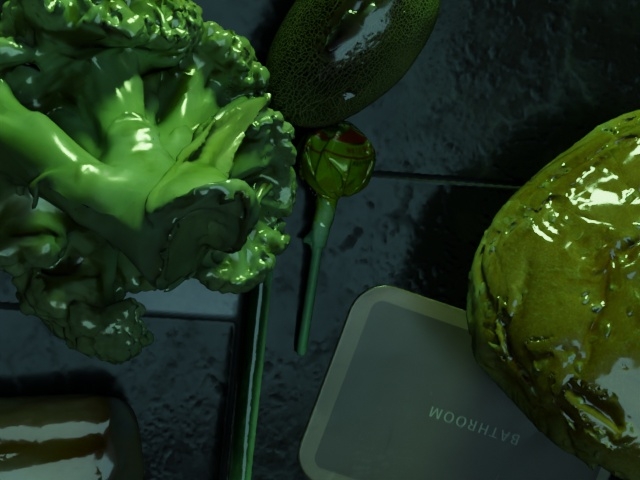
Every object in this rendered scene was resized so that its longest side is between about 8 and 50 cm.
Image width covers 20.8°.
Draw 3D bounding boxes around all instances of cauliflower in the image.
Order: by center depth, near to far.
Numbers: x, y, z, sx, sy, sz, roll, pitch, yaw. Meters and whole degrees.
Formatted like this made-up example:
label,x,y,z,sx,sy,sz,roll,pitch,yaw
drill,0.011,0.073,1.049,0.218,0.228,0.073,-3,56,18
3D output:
label,x,y,z,sx,sy,sz,roll,pitch,yaw
cauliflower,-0.153,-0.039,1.213,0.327,0.281,0.260,17,127,-21

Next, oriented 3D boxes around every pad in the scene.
label,x,y,z,sx,sy,sz,roll,pitch,yaw
pad,0.125,0.152,1.438,0.266,0.002,0.176,19,95,-15

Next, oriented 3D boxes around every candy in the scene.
label,x,y,z,sx,sy,sz,roll,pitch,yaw
candy,-0.059,0.161,1.358,0.119,0.119,0.440,7,91,-13
candy,0.000,0.000,1.366,0.062,0.058,0.194,9,106,-5

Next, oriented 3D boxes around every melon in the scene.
label,x,y,z,sx,sy,sz,roll,pitch,yaw
melon,0.023,-0.153,1.316,0.099,0.099,0.162,39,95,-15

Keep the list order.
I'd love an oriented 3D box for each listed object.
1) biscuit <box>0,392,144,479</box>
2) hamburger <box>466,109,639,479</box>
label,x,y,z,sx,sy,sz,roll,pitch,yaw
biscuit,-0.279,0.234,1.333,0.291,0.062,0.237,-4,101,-12
hamburger,0.259,0.041,1.342,0.285,0.134,0.265,-43,73,-9
